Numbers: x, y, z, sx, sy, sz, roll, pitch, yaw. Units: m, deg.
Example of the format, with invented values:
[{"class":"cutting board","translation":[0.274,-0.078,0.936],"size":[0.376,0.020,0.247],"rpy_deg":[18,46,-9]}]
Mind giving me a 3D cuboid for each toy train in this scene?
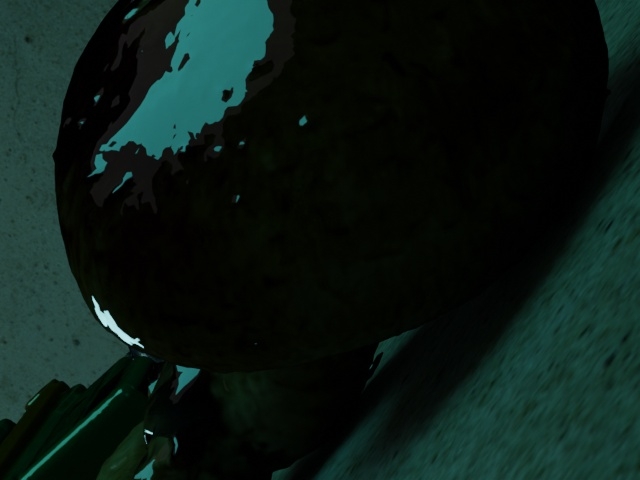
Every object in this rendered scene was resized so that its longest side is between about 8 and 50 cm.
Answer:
[{"class":"toy train","translation":[-0.182,0.199,1.432],"size":[0.249,0.178,0.429],"rpy_deg":[-43,6,8]}]

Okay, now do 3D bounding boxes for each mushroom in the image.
[{"class":"mushroom","translation":[0.006,-0.017,0.963],"size":[0.334,0.356,0.331],"rpy_deg":[-15,9,9]}]

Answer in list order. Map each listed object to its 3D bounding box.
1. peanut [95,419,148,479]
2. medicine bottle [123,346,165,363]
[{"class":"peanut","translation":[-0.115,0.193,1.177],"size":[0.108,0.095,0.226],"rpy_deg":[-37,12,24]},{"class":"medicine bottle","translation":[-0.121,0.076,1.955],"size":[0.293,0.141,0.141],"rpy_deg":[-52,4,3]}]
